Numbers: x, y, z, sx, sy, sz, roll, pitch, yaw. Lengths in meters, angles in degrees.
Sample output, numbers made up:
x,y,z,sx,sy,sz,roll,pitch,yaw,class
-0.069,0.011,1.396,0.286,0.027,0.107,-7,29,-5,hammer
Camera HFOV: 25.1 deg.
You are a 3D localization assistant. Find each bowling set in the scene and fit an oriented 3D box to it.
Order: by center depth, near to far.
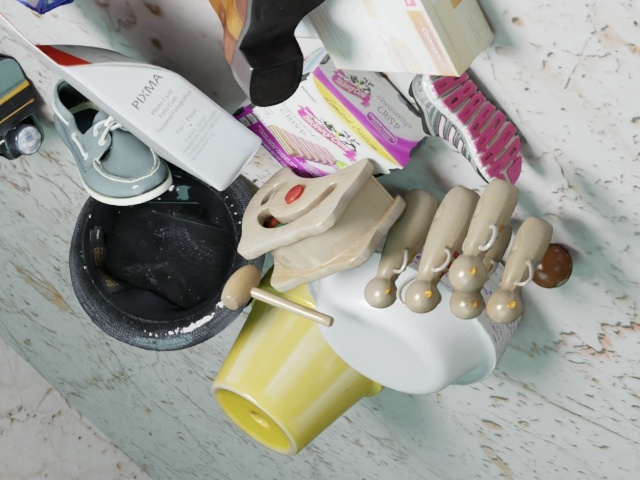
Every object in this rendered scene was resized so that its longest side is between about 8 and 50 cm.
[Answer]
x,y,z,sx,sy,sz,roll,pitch,yaw,class
0.192,0.042,1.638,0.199,0.154,0.287,27,171,-14,bowling set

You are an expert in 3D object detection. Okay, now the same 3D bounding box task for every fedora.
x,y,z,sx,sy,sz,roll,pitch,yaw,class
-0.207,0.026,2.151,0.334,0.334,0.152,26,176,28,fedora

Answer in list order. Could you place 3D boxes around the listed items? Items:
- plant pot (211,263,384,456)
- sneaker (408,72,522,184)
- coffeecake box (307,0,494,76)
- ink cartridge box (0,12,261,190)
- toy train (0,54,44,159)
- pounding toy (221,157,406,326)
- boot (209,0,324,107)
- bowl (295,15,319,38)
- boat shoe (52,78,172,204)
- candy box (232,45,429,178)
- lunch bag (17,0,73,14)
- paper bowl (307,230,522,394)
x,y,z,sx,sy,sz,roll,pitch,yaw,class
-0.030,0.185,2.172,0.254,0.239,0.254,32,156,16,plant pot
0.156,-0.126,1.573,0.170,0.063,0.074,49,159,-20,sneaker
0.067,-0.246,1.477,0.185,0.068,0.142,12,142,48,coffeecake box
-0.281,-0.228,1.823,0.385,0.091,0.308,40,176,-24,ink cartridge box
-0.593,-0.234,2.401,0.334,0.142,0.190,19,137,42,toy train
0.000,0.000,1.771,0.269,0.154,0.155,-20,124,41,pounding toy
-0.081,-0.322,1.480,0.264,0.096,0.280,98,150,-55,boot
-0.043,-0.279,1.603,0.142,0.053,0.142,15,148,45,bowl
-0.316,-0.149,2.097,0.319,0.116,0.099,43,154,51,boat shoe
0.010,-0.143,1.740,0.159,0.071,0.233,45,155,-13,candy box
-0.348,-0.359,1.782,0.128,0.151,0.096,32,155,15,lunch bag
0.108,0.091,1.879,0.284,0.148,0.284,26,152,15,paper bowl
